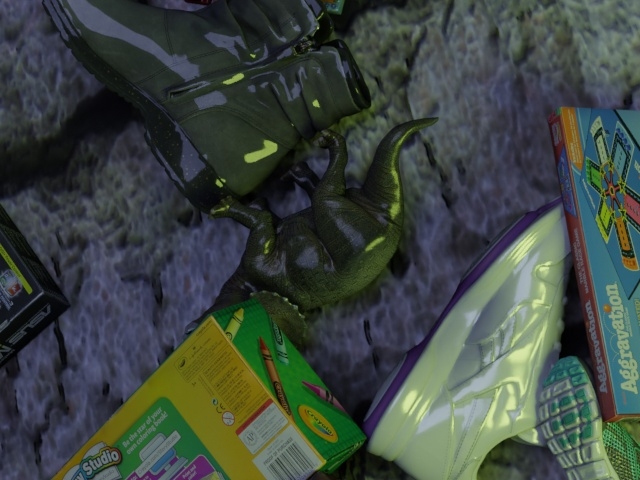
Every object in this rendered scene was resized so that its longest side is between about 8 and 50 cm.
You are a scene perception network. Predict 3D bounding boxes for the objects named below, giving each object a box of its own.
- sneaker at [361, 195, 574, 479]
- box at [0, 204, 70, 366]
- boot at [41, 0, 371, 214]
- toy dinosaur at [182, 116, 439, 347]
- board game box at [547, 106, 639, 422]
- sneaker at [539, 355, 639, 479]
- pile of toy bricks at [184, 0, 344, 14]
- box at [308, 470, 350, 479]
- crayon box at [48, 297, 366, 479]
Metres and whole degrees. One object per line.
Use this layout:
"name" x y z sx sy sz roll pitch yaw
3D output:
"sneaker" 0.173 0.096 1.487 0.152 0.114 0.305 36 87 2
"box" -0.420 0.035 1.740 0.216 0.060 0.270 -42 65 4
"boot" -0.115 -0.212 1.633 0.223 0.118 0.338 -39 89 14
"toy dinosaur" 0.000 0.000 1.577 0.313 0.121 0.160 -33 78 4
"board game box" 0.288 0.019 1.445 0.145 0.027 0.281 1 69 -23
"sneaker" 0.242 0.178 1.427 0.065 0.076 0.166 -19 85 44
"pile of toy bricks" -0.068 -0.290 1.675 0.212 0.105 0.118 11 79 24
"box" 0.046 0.331 1.413 0.203 0.168 0.167 38 91 26
"crayon box" -0.112 0.204 1.492 0.278 0.081 0.165 -45 76 27
